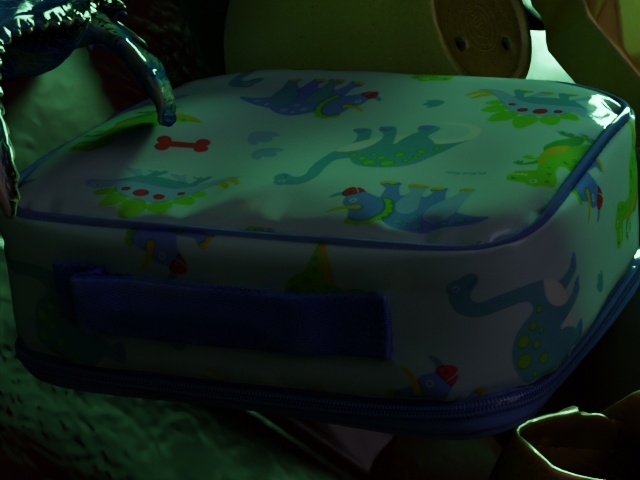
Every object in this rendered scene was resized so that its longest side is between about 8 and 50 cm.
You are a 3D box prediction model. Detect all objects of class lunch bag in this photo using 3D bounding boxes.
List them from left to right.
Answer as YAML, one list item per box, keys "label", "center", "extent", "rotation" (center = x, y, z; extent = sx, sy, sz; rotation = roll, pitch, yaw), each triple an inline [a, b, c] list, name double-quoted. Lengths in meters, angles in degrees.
- label: "lunch bag"
  center: [0.000, 0.000, 0.659]
  extent: [0.176, 0.219, 0.090]
  rotation: [-43, 132, -58]

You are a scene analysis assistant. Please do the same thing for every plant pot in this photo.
- label: "plant pot"
  center: [0.037, -0.085, 0.792]
  extent: [0.134, 0.095, 0.134]
  rotation: [17, 65, -41]

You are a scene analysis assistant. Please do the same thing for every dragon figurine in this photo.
- label: "dragon figurine"
  center: [-0.092, -0.089, 0.647]
  extent: [0.144, 0.085, 0.289]
  rotation: [1, 18, -22]

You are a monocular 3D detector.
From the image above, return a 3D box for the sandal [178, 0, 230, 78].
- label: "sandal"
  center: [-0.033, -0.217, 0.901]
  extent: [0.167, 0.107, 0.446]
  rotation: [-13, 73, -55]

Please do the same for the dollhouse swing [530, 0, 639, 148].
- label: "dollhouse swing"
  center: [0.182, -0.080, 0.984]
  extent: [0.347, 0.315, 0.305]
  rotation: [47, 57, -14]

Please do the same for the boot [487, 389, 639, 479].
- label: "boot"
  center: [0.141, 0.163, 0.690]
  extent: [0.295, 0.211, 0.104]
  rotation: [10, 22, -45]
